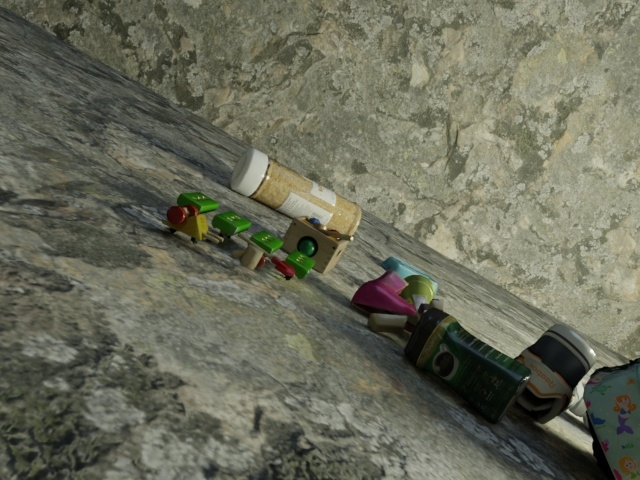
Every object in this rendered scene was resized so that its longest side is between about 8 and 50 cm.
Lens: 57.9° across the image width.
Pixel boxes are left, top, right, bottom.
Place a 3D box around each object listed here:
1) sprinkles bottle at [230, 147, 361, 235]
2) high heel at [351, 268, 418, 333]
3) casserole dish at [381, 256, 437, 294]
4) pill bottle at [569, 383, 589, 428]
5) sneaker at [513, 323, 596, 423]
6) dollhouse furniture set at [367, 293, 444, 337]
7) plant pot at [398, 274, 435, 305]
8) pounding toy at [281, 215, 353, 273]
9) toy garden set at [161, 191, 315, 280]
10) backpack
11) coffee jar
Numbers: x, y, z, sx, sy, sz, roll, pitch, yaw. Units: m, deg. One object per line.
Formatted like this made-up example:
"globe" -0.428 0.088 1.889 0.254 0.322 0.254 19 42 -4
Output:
"sprinkles bottle" -0.062 -0.117 1.550 0.355 0.121 0.121 26 11 -25
"high heel" 0.168 0.161 1.044 0.117 0.082 0.244 -33 75 -37
"casserole dish" 0.259 0.098 1.651 0.188 0.037 0.114 28 11 -19
"pill bottle" 0.580 0.353 1.139 0.160 0.087 0.087 32 10 10
"sneaker" 0.395 0.257 1.042 0.126 0.127 0.321 43 -10 31
"dollhouse furniture set" 0.140 0.108 0.992 0.114 0.091 0.081 5 45 -9
"plant pot" 0.207 0.127 1.256 0.083 0.083 0.079 30 22 -1
"pounding toy" 0.000 0.000 1.195 0.130 0.100 0.141 31 10 9
"toy garden set" -0.134 0.006 0.945 0.244 0.049 0.204 31 8 2
"backpack" 0.508 0.293 0.879 0.253 0.191 0.225 4 62 -53
"coffee jar" 0.222 0.188 0.896 0.184 0.096 0.079 35 31 26
